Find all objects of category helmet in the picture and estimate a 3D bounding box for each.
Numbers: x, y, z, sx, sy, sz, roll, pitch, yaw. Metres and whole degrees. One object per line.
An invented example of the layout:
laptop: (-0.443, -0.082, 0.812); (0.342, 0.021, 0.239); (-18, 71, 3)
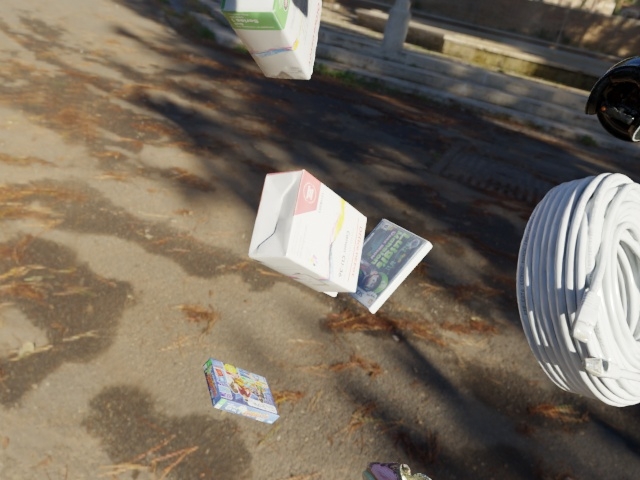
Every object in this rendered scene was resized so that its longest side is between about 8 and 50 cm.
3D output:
helmet: (0.626, -0.279, 1.106); (0.161, 0.170, 0.169); (-13, 34, -44)

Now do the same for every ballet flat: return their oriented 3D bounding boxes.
ballet flat: (0.106, 0.302, 0.626); (0.079, 0.077, 0.221); (-18, 2, -7)

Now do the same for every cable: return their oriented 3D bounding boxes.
cable: (0.325, 0.055, 0.633); (0.257, 0.257, 0.089); (34, -28, -33)

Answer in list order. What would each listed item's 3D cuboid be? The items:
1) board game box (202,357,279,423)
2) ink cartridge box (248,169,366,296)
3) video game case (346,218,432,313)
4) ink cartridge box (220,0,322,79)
board game box: (-0.206, 0.392, 1.444); (0.201, 0.035, 0.136); (33, 17, -39)
ink cartridge box: (0.000, 0.000, 0.750); (0.067, 0.115, 0.198); (-2, -21, 35)
video game case: (0.127, 0.050, 1.214); (0.022, 0.190, 0.173); (46, -6, -34)
ink cartridge box: (-0.092, -0.495, 1.173); (0.117, 0.202, 0.278); (6, -9, 14)
